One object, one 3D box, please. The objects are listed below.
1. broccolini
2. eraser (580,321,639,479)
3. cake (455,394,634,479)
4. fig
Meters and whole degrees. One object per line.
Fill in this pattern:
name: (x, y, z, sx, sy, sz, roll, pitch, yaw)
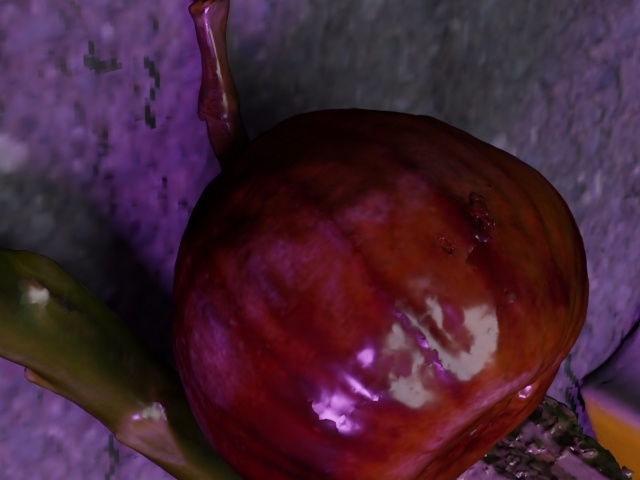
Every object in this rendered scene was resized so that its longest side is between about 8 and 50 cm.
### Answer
broccolini: (-0.099, 0.036, 0.488, 0.074, 0.079, 0.392, -41, 138, 6)
eraser: (0.220, 0.131, 0.734, 0.069, 0.226, 0.158, -44, 136, -18)
cake: (0.049, 0.065, 0.603, 0.051, 0.140, 0.055, -40, 148, -13)
fig: (0.006, 0.012, 0.525, 0.150, 0.128, 0.128, 36, 81, -18)
